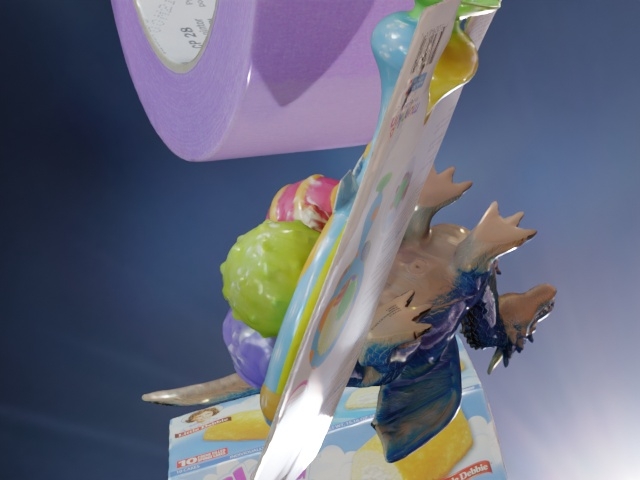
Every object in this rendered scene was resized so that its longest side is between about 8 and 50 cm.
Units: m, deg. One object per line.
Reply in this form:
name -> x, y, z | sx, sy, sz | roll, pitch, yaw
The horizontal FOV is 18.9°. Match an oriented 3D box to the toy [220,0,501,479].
toy -> 0.000, 0.000, 0.757 | 0.056, 0.237, 0.137 | 28, -159, 10

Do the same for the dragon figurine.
dragon figurine -> 0.035, 0.056, 1.017 | 0.289, 0.085, 0.144 | -39, -30, -35

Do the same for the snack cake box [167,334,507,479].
snack cake box -> 0.010, 0.173, 1.600 | 0.152, 0.264, 0.089 | -107, 0, -74

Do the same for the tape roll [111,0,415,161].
tape roll -> -0.033, -0.177, 0.909 | 0.090, 0.275, 0.274 | -6, -101, -20
